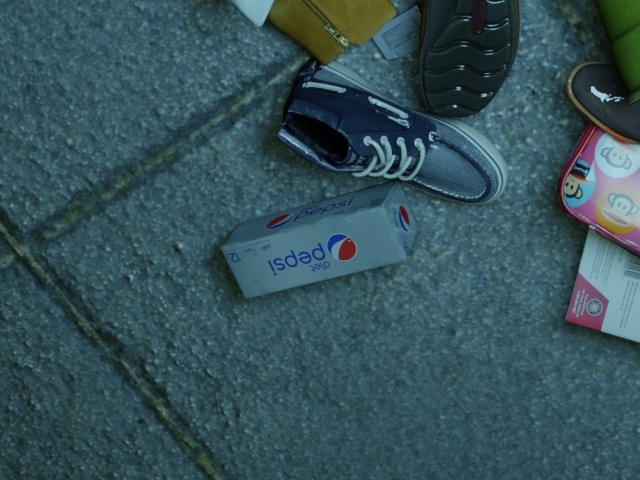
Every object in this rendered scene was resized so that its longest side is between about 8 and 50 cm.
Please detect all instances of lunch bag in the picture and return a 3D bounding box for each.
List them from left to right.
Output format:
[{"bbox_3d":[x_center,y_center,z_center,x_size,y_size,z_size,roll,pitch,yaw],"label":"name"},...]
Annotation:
[{"bbox_3d":[0.483,-0.088,1.924,0.293,0.120,0.258,29,91,7],"label":"lunch bag"}]

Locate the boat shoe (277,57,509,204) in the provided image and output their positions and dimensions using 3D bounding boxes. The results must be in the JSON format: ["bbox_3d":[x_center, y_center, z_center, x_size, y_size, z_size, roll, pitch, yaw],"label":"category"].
[{"bbox_3d":[0.095,-0.122,2.058,0.340,0.158,0.127,26,125,4],"label":"boat shoe"}]

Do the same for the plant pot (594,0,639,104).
[{"bbox_3d":[0.431,-0.395,1.664,0.366,0.366,0.353,-30,87,32],"label":"plant pot"}]

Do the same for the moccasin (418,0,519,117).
[{"bbox_3d":[0.187,-0.332,1.915,0.139,0.147,0.380,-3,128,5],"label":"moccasin"}]

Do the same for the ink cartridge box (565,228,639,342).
[{"bbox_3d":[0.483,0.055,2.059,0.237,0.100,0.172,16,124,11],"label":"ink cartridge box"}]

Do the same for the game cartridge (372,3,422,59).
[{"bbox_3d":[0.116,-0.287,2.038,0.083,0.017,0.056,-26,105,31],"label":"game cartridge"}]

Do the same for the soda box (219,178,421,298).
[{"bbox_3d":[0.000,0.000,2.209,0.286,0.091,0.098,-15,112,27],"label":"soda box"}]

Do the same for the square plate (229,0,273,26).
[{"bbox_3d":[-0.134,-0.507,1.875,0.344,0.049,0.347,48,133,24],"label":"square plate"}]

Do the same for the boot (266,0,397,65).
[{"bbox_3d":[0.029,-0.381,1.972,0.211,0.104,0.295,38,130,-12],"label":"boot"}]

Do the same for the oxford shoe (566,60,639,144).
[{"bbox_3d":[0.437,-0.157,1.821,0.271,0.098,0.097,24,89,6],"label":"oxford shoe"}]
